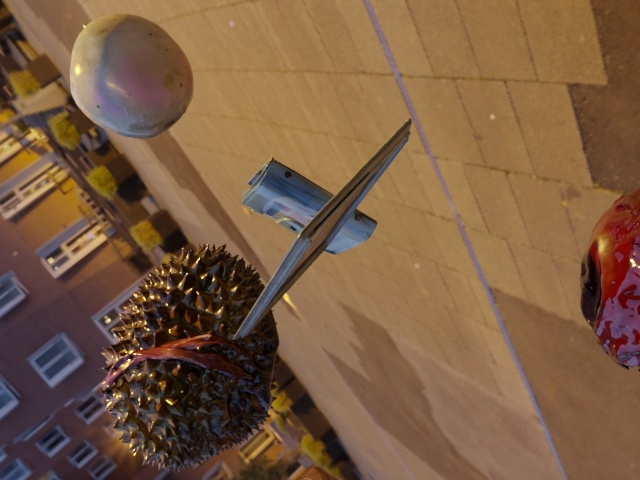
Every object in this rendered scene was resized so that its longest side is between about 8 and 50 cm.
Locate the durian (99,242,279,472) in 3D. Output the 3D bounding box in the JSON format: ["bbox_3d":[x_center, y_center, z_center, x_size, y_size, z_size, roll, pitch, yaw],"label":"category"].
[{"bbox_3d":[-0.217,0.207,1.070,0.348,0.384,0.347,19,145,14],"label":"durian"}]

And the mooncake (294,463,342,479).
[{"bbox_3d":[-0.036,0.364,0.512,0.326,0.333,0.174,13,168,-20],"label":"mooncake"}]

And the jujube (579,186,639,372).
[{"bbox_3d":[0.459,0.052,0.580,0.377,0.258,0.258,5,154,7],"label":"jujube"}]

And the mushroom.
[{"bbox_3d":[-0.128,-0.109,0.410,0.068,0.083,0.083,-12,123,37],"label":"mushroom"}]

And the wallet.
[{"bbox_3d":[-0.026,-0.064,1.241,0.250,0.075,0.176,30,156,-15],"label":"wallet"}]

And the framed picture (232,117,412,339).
[{"bbox_3d":[0.000,0.000,0.758,0.019,0.232,0.296,40,145,4],"label":"framed picture"}]
